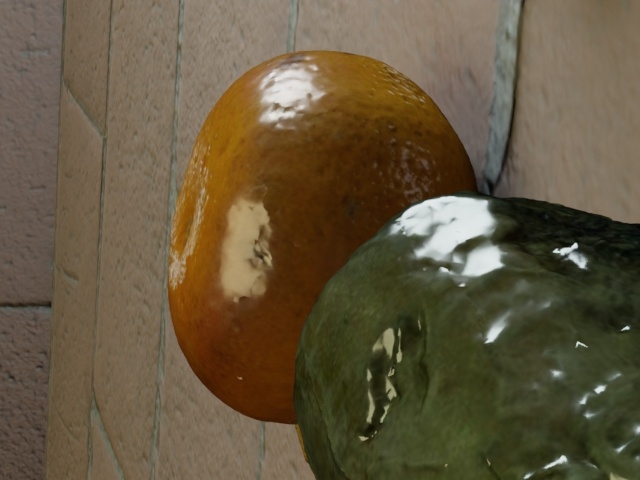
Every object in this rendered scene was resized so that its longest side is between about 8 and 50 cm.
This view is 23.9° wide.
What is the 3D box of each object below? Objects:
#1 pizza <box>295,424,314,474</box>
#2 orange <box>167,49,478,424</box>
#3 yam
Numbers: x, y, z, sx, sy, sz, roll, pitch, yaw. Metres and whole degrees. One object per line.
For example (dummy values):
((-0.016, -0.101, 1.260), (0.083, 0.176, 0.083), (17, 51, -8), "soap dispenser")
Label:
((0.018, 0.101, 1.033), (0.246, 0.058, 0.127), (-122, 35, -61), "pizza")
((0.000, 0.000, 0.905), (0.224, 0.170, 0.224), (-168, 90, -76), "orange")
((0.111, 0.116, 0.554), (0.300, 0.195, 0.195), (-117, 32, -52), "yam")
